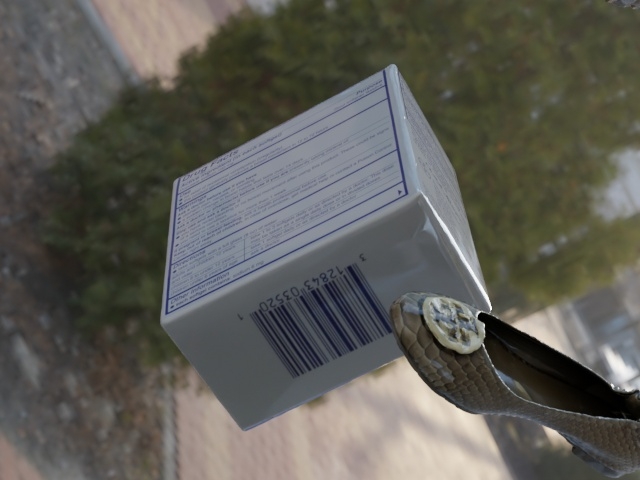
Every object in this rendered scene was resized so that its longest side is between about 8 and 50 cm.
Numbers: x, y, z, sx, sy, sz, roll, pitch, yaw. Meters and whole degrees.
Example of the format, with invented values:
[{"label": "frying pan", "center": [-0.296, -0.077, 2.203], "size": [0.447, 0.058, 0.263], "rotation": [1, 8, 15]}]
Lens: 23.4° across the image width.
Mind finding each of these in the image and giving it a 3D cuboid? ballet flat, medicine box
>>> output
[{"label": "ballet flat", "center": [0.147, 0.092, 1.033], "size": [0.250, 0.058, 0.084], "rotation": [31, 41, -31]}, {"label": "medicine box", "center": [0.000, 0.000, 1.482], "size": [0.149, 0.263, 0.289], "rotation": [57, 14, -26]}]

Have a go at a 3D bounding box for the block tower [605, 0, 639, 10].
[{"label": "block tower", "center": [0.157, -0.200, 0.891], "size": [0.097, 0.335, 0.091], "rotation": [141, -39, -67]}]
